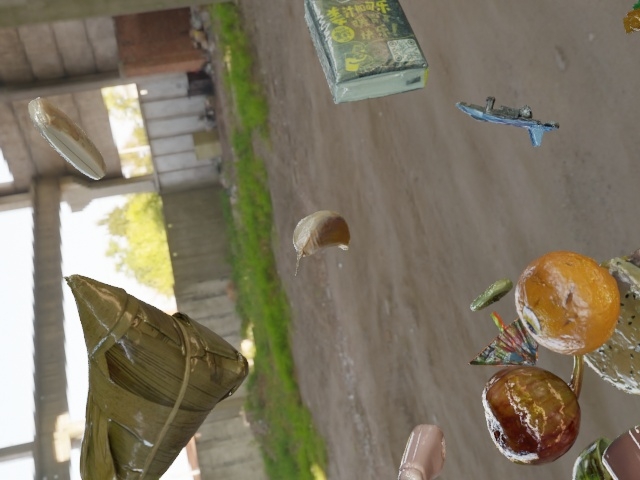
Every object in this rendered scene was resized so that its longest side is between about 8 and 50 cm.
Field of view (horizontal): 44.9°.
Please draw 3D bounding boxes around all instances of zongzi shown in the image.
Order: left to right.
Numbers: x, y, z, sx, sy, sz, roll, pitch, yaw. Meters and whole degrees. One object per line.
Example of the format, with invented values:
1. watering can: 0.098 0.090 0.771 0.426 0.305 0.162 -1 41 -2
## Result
1. zongzi: -0.449 0.328 1.521 0.467 0.500 0.218 35 -178 -42

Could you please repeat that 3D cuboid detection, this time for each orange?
1. orange: 0.316 0.078 0.981 0.135 0.117 0.136 158 90 -85

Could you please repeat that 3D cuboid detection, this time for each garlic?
1. garlic: -0.008 -0.005 1.997 0.090 0.198 0.129 0 111 46

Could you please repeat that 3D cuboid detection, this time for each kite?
1. kite: 0.460 0.247 1.892 0.014 0.241 0.183 32 -159 -47

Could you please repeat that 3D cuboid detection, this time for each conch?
1. conch: 0.585 0.521 1.590 0.187 0.124 0.181 46 -157 -27

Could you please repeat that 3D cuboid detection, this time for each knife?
1. knife: 0.096 0.317 0.912 0.336 0.043 0.081 -34 -61 -65

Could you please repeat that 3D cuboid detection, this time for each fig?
1. fig: 0.392 0.292 1.352 0.175 0.207 0.175 161 90 -74

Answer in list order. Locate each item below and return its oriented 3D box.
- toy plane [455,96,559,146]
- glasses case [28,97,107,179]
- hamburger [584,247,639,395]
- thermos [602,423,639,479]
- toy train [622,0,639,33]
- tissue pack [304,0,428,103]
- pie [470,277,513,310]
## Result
1. toy plane: 0.456 -0.307 1.905 0.169 0.246 0.078 -31 -34 -81
2. glasses case: -0.471 -0.188 1.451 0.081 0.051 0.204 59 -176 36
3. hamburger: 0.700 0.184 1.649 0.277 0.195 0.318 43 151 41
4. thermos: 0.578 0.445 1.247 0.176 0.145 0.265 -59 33 31
5. toy train: 0.781 -0.533 1.594 0.178 0.429 0.249 -5 107 58
6. tissue pack: 0.085 -0.393 1.513 0.081 0.185 0.257 91 165 -56
7. pie: 0.281 0.091 1.263 0.021 0.084 0.084 55 162 21
